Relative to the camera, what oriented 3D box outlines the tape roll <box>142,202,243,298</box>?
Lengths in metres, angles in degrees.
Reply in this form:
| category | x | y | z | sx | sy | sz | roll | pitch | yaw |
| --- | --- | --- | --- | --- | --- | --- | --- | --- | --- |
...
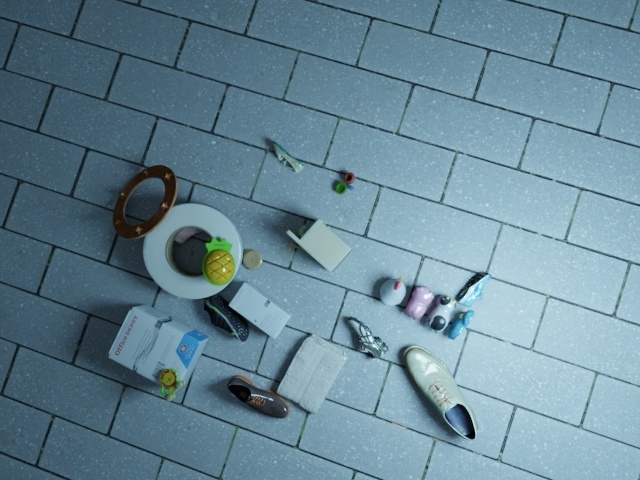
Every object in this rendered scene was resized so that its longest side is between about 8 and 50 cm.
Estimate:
| category | x | y | z | sx | sy | sz | roll | pitch | yaw |
| --- | --- | --- | --- | --- | --- | --- | --- | --- | --- |
| tape roll | -0.509 | 0.040 | 1.780 | 0.392 | 0.072 | 0.391 | 0 | 96 | -1 |

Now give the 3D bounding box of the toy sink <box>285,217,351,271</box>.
| category | x | y | z | sx | sy | sz | roll | pitch | yaw |
| --- | --- | --- | --- | --- | --- | --- | --- | --- | --- |
| toy sink | 0.000 | 0.000 | 1.737 | 0.234 | 0.153 | 0.131 | 41 | 90 | 7 |

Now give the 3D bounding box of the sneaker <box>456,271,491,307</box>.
| category | x | y | z | sx | sy | sz | roll | pitch | yaw |
| --- | --- | --- | --- | --- | --- | --- | --- | --- | --- |
| sneaker | 0.607 | 0.193 | 1.730 | 0.073 | 0.063 | 0.162 | 41 | 95 | -12 |

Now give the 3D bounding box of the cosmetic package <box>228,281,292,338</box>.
| category | x | y | z | sx | sy | sz | roll | pitch | yaw |
| --- | --- | --- | --- | --- | --- | --- | --- | --- | --- |
| cosmetic package | -0.238 | 0.276 | 1.771 | 0.231 | 0.085 | 0.117 | 34 | 89 | 5 |

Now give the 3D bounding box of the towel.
| category | x | y | z | sx | sy | sz | roll | pitch | yaw |
| --- | --- | --- | --- | --- | --- | --- | --- | --- | --- |
| towel | -0.031 | 0.525 | 1.756 | 0.187 | 0.049 | 0.282 | 28 | 89 | 6 |

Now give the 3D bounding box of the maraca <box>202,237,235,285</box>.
| category | x | y | z | sx | sy | sz | roll | pitch | yaw |
| --- | --- | --- | --- | --- | --- | --- | --- | --- | --- |
| maraca | -0.390 | 0.081 | 1.703 | 0.127 | 0.099 | 0.185 | 3 | 81 | -31 |

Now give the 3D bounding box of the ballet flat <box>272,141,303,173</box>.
| category | x | y | z | sx | sy | sz | roll | pitch | yaw |
| --- | --- | --- | --- | --- | --- | --- | --- | --- | --- |
| ballet flat | -0.144 | -0.338 | 1.820 | 0.168 | 0.057 | 0.052 | 40 | 100 | 6 |

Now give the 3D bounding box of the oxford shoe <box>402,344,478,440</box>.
| category | x | y | z | sx | sy | sz | roll | pitch | yaw |
| --- | --- | --- | --- | --- | --- | --- | --- | --- | --- |
| oxford shoe | 0.460 | 0.564 | 1.663 | 0.140 | 0.146 | 0.397 | -40 | 84 | 2 |

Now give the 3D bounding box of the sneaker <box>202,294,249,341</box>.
| category | x | y | z | sx | sy | sz | roll | pitch | yaw |
| --- | --- | --- | --- | --- | --- | --- | --- | --- | --- |
| sneaker | -0.385 | 0.322 | 1.796 | 0.097 | 0.084 | 0.234 | -44 | 82 | 25 |

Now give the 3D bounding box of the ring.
| category | x | y | z | sx | sy | sz | roll | pitch | yaw |
| --- | --- | --- | --- | --- | --- | --- | --- | --- | --- |
| ring | -0.715 | -0.163 | 1.784 | 0.337 | 0.032 | 0.336 | -12 | 61 | 24 |

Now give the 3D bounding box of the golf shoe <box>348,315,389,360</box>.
| category | x | y | z | sx | sy | sz | roll | pitch | yaw |
| --- | --- | --- | --- | --- | --- | --- | --- | --- | --- |
| golf shoe | 0.170 | 0.384 | 1.735 | 0.198 | 0.077 | 0.094 | 43 | 91 | 7 |

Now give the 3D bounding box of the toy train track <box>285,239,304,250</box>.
| category | x | y | z | sx | sy | sz | roll | pitch | yaw |
| --- | --- | --- | --- | --- | --- | --- | --- | --- | --- |
| toy train track | -0.103 | 0.024 | 1.811 | 0.083 | 0.014 | 0.048 | 19 | 88 | 5 |

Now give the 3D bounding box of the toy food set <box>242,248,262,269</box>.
| category | x | y | z | sx | sy | sz | roll | pitch | yaw |
| --- | --- | --- | --- | --- | --- | --- | --- | --- | --- |
| toy food set | -0.279 | 0.080 | 1.819 | 0.083 | 0.020 | 0.082 | 8 | 87 | 5 |

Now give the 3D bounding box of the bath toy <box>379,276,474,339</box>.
| category | x | y | z | sx | sy | sz | roll | pitch | yaw |
| --- | --- | --- | --- | --- | --- | --- | --- | --- | --- |
| bath toy | 0.401 | 0.239 | 1.701 | 0.348 | 0.129 | 0.151 | 26 | 55 | 5 |

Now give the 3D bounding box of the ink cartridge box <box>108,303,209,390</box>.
| category | x | y | z | sx | sy | sz | roll | pitch | yaw |
| --- | --- | --- | --- | --- | --- | --- | --- | --- | --- |
| ink cartridge box | -0.641 | 0.423 | 1.770 | 0.308 | 0.129 | 0.223 | 26 | 90 | 5 |

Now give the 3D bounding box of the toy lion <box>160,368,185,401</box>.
| category | x | y | z | sx | sy | sz | roll | pitch | yaw |
| --- | --- | --- | --- | --- | --- | --- | --- | --- | --- |
| toy lion | -0.572 | 0.542 | 1.682 | 0.096 | 0.034 | 0.100 | 36 | 91 | 11 |

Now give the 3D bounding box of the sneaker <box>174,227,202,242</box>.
| category | x | y | z | sx | sy | sz | roll | pitch | yaw |
| --- | --- | --- | --- | --- | --- | --- | --- | --- | --- |
| sneaker | -0.550 | -0.025 | 1.836 | 0.134 | 0.051 | 0.070 | -1 | 103 | -5 |

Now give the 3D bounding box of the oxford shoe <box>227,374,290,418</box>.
| category | x | y | z | sx | sy | sz | roll | pitch | yaw |
| --- | --- | --- | --- | --- | --- | --- | --- | --- | --- |
| oxford shoe | -0.248 | 0.629 | 1.740 | 0.271 | 0.098 | 0.096 | 24 | 88 | 6 |

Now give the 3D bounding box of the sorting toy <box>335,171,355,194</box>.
| category | x | y | z | sx | sy | sz | roll | pitch | yaw |
| --- | --- | --- | --- | --- | --- | --- | --- | --- | --- |
| sorting toy | 0.109 | -0.226 | 1.803 | 0.061 | 0.042 | 0.102 | 43 | 103 | 21 |
